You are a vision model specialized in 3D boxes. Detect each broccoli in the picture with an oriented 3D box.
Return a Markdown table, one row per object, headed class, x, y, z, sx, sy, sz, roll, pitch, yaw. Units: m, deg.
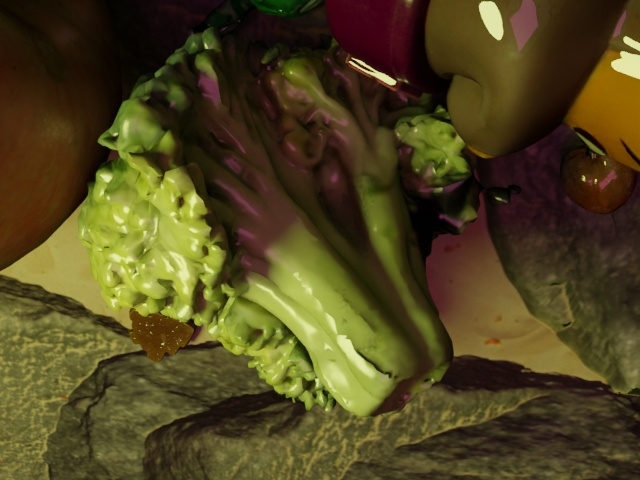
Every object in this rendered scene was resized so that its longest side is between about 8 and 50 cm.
| class | x | y | z | sx | sy | sz | roll | pitch | yaw |
| --- | --- | --- | --- | --- | --- | --- | --- | --- | --- |
| broccoli | 0.001 | -0.006 | 0.484 | 0.293 | 0.281 | 0.348 | -37 | 153 | 10 |

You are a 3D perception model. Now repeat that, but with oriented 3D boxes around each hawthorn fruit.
| class | x | y | z | sx | sy | sz | roll | pitch | yaw |
| --- | --- | --- | --- | --- | --- | --- | --- | --- | --- |
| hawthorn fruit | 0.263 | -0.047 | 0.579 | 0.066 | 0.067 | 0.103 | -25 | 126 | 23 |

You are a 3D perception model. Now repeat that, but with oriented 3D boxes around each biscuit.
| class | x | y | z | sx | sy | sz | roll | pitch | yaw |
| --- | --- | --- | --- | --- | --- | --- | --- | --- | --- |
| biscuit | -0.194 | 0.111 | 0.777 | 0.092 | 0.016 | 0.082 | -14 | 112 | 16 |

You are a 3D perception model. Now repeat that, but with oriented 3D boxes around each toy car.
| class | x | y | z | sx | sy | sz | roll | pitch | yaw |
| --- | --- | --- | --- | --- | --- | --- | --- | --- | --- |
| toy car | 0.167 | -0.199 | 0.332 | 0.240 | 0.271 | 0.341 | 31 | 108 | 16 |

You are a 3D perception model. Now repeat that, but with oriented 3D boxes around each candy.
| class | x | y | z | sx | sy | sz | roll | pitch | yaw |
| --- | --- | --- | --- | --- | --- | --- | --- | --- | --- |
| candy | -0.102 | -0.179 | 0.561 | 0.323 | 0.097 | 0.097 | -31 | 111 | 34 |

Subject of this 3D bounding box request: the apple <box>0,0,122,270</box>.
| class | x | y | z | sx | sy | sz | roll | pitch | yaw |
| --- | --- | --- | --- | --- | --- | --- | --- | --- | --- |
| apple | -0.352 | -0.139 | 0.444 | 0.346 | 0.391 | 0.391 | -23 | 114 | 20 |
